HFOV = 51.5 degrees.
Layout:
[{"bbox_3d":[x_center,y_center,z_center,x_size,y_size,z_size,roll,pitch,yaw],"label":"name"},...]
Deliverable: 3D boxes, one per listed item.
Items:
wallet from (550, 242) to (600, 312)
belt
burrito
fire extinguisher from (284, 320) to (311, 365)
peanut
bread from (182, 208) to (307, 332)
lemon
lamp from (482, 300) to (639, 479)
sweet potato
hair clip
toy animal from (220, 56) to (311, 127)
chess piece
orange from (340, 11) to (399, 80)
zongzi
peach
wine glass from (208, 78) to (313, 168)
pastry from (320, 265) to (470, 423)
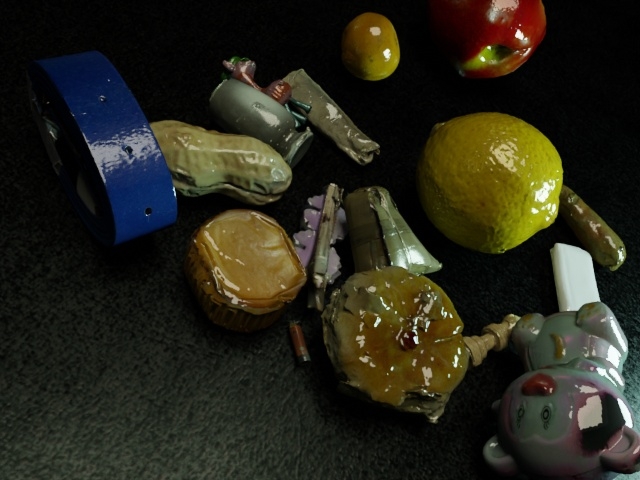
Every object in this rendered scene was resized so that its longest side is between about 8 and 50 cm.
[{"bbox_3d":[0.524,0.088,1.361,0.095,0.033,0.190,17,51,-11],"label":"wallet"},{"bbox_3d":[-0.360,-0.151,1.086,0.117,0.212,0.347,-22,69,-32],"label":"belt"},{"bbox_3d":[0.023,-0.262,1.416,0.082,0.059,0.275,-37,72,-25],"label":"burrito"},{"bbox_3d":[-0.039,0.166,1.094,0.028,0.022,0.083,-21,60,2],"label":"fire extinguisher"},{"bbox_3d":[-0.193,-0.138,1.196,0.290,0.130,0.130,9,52,-13],"label":"peanut"},{"bbox_3d":[-0.129,0.053,1.093,0.199,0.104,0.199,13,51,-17],"label":"bread"},{"bbox_3d":[0.324,-0.113,1.287,0.293,0.293,0.293,10,52,-14],"label":"lemon"},{"bbox_3d":[0.408,0.273,1.084,0.247,0.247,0.301,59,37,-24],"label":"lamp"},{"bbox_3d":[0.569,-0.050,1.460,0.075,0.075,0.273,-19,61,-31],"label":"sweet potato"},{"bbox_3d":[0.000,0.000,1.202,0.106,0.084,0.292,15,46,-4],"label":"hair clip"},{"bbox_3d":[-0.121,-0.299,1.378,0.208,0.100,0.103,34,90,5],"label":"toy animal"},{"bbox_3d":[0.312,0.177,1.199,0.172,0.060,0.060,-19,63,-32],"label":"chess piece"},{"bbox_3d":[0.113,-0.445,1.533,0.134,0.154,0.154,-13,54,12],"label":"orange"},{"bbox_3d":[0.140,-0.011,1.229,0.197,0.099,0.194,-12,90,-36],"label":"zongzi"},{"bbox_3d":[0.410,-0.570,1.668,0.281,0.281,0.338,10,52,-14],"label":"peach"},{"bbox_3d":[-0.117,-0.226,1.299,0.204,0.111,0.111,37,50,7],"label":"wine glass"},{"bbox_3d":[0.128,0.157,1.068,0.257,0.121,0.235,20,66,-17],"label":"pastry"}]
